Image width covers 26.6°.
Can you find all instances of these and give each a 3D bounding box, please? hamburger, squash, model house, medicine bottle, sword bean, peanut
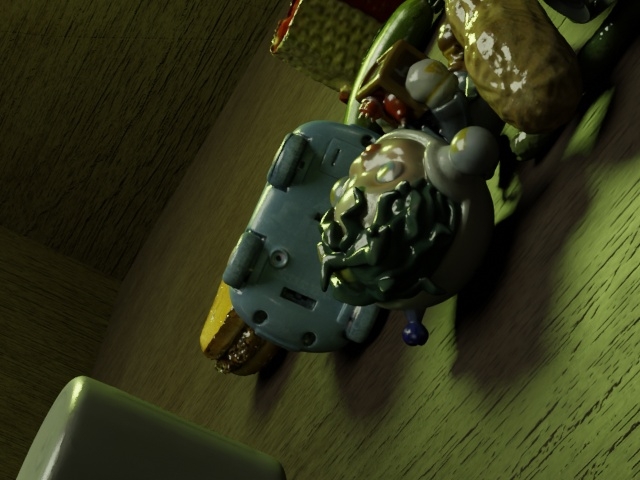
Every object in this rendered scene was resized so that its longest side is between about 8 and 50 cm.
[{"bbox_3d":[-0.108,0.122,2.080,0.191,0.118,0.182,-86,21,-66],"label":"hamburger"},{"bbox_3d":[0.096,-0.256,2.090,0.319,0.071,0.080,-64,14,2],"label":"squash"},{"bbox_3d":[0.038,-0.361,2.254,0.160,0.196,0.254,-34,34,63],"label":"model house"},{"bbox_3d":[-0.130,0.291,1.334,0.208,0.339,0.208,-58,14,24],"label":"medicine bottle"},{"bbox_3d":[0.270,-0.179,1.336,0.269,0.038,0.043,-55,-10,35],"label":"sword bean"},{"bbox_3d":[0.186,-0.194,1.338,0.095,0.108,0.226,-49,39,28],"label":"peanut"}]

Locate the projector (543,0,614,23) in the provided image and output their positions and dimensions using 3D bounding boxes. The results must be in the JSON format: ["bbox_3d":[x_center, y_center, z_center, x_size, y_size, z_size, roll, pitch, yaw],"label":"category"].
[{"bbox_3d":[0.279,-0.304,1.290,0.193,0.088,0.269,-54,2,-9],"label":"projector"}]

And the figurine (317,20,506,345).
[{"bbox_3d":[0.113,-0.086,1.442,0.382,0.186,0.261,-69,10,-24],"label":"figurine"}]

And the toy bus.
[{"bbox_3d":[0.000,0.000,1.752,0.232,0.197,0.294,136,156,-84],"label":"toy bus"}]
